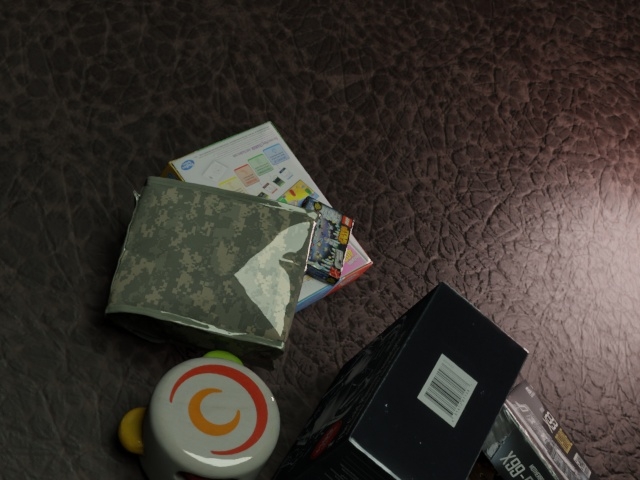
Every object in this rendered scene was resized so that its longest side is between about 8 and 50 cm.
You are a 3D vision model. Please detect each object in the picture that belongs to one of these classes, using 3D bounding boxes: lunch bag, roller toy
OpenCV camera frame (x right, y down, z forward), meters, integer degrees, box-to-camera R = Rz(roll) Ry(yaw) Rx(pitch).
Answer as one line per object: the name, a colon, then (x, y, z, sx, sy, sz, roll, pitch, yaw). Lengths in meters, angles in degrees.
lunch bag: (-0.172, 0.047, 1.855, 0.287, 0.169, 0.235, 16, 70, -5)
roller toy: (-0.166, 0.281, 1.753, 0.209, 0.146, 0.191, -29, 69, -35)

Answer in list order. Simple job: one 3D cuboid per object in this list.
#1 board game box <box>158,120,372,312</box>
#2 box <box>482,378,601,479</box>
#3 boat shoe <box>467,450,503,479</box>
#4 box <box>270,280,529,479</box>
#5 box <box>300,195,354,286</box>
board game box: (-0.093, -0.031, 2.058, 0.242, 0.064, 0.317, -27, 77, -40)
box: (0.359, 0.360, 1.970, 0.242, 0.076, 0.307, 54, 13, 10)
boat shoe: (0.278, 0.384, 1.930, 0.064, 0.060, 0.178, 21, 26, -33)
box: (0.103, 0.287, 1.805, 0.179, 0.312, 0.343, 39, 47, -3)
box: (0.000, 0.000, 2.032, 0.094, 0.027, 0.137, 27, 50, -16)
